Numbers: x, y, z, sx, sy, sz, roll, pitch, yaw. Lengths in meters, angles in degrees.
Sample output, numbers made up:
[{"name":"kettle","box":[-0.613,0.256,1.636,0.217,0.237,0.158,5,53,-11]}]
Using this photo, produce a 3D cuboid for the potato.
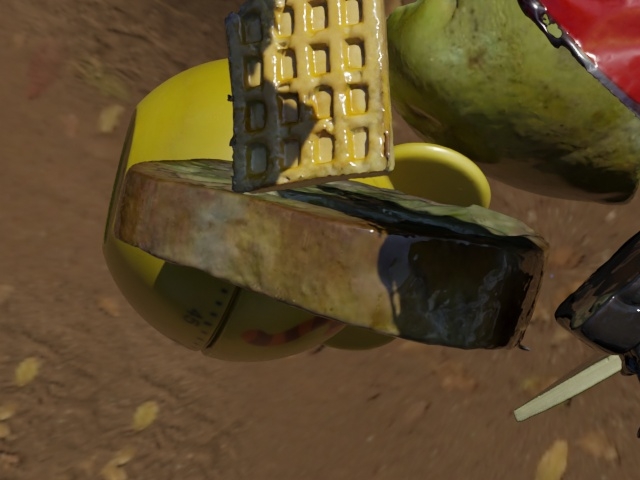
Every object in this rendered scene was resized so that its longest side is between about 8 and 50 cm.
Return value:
[{"name":"potato","box":[0.201,-0.147,1.698,0.280,0.330,0.212,0,82,-2]}]

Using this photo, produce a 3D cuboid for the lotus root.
[{"name":"lotus root","box":[0.000,0.000,1.349,0.375,0.390,0.111,6,100,-33]}]

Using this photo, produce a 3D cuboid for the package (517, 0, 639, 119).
[{"name":"package","box":[0.187,-0.216,0.975,0.194,0.071,0.269,-44,64,6]}]

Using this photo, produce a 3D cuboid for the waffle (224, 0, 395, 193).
[{"name":"waffle","box":[-0.007,-0.094,0.816,0.092,0.021,0.135,-9,76,20]}]

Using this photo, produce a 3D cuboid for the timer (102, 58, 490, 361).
[{"name":"timer","box":[-0.039,-0.024,1.744,0.387,0.376,0.376,16,91,-11]}]

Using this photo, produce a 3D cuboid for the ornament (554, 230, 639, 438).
[{"name":"ornament","box":[0.328,0.071,1.062,0.251,0.106,0.260,-41,89,3]}]

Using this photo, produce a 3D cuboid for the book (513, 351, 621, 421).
[{"name":"book","box":[0.323,0.131,1.740,0.160,0.228,0.024,-35,83,33]}]
